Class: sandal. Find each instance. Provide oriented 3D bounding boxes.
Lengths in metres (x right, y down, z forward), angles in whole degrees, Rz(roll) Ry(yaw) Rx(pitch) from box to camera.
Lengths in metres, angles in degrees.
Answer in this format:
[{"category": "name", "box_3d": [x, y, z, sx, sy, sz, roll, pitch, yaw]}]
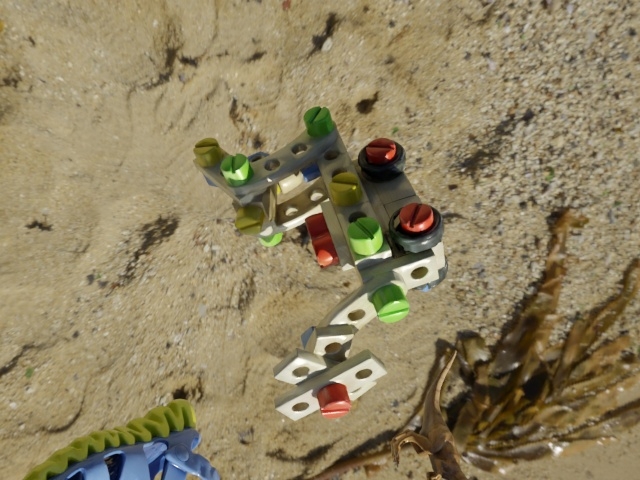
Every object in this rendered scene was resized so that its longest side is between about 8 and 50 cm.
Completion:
[{"category": "sandal", "box_3d": [-0.207, 0.272, 0.631, 0.126, 0.317, 0.138, -47, 74, 21]}]

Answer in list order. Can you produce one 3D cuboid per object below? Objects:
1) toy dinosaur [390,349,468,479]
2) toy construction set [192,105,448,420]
[{"category": "toy dinosaur", "box_3d": [0.147, 0.255, 0.783, 0.112, 0.212, 0.064, -8, 137, 0]}, {"category": "toy construction set", "box_3d": [0.000, 0.000, 0.596, 0.215, 0.151, 0.328, -18, 60, 0]}]
